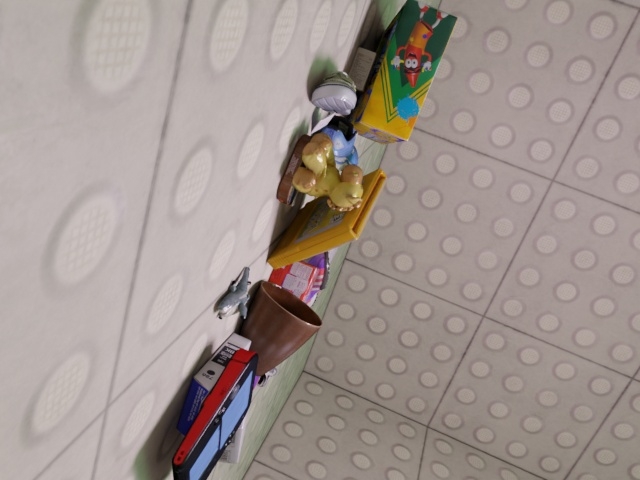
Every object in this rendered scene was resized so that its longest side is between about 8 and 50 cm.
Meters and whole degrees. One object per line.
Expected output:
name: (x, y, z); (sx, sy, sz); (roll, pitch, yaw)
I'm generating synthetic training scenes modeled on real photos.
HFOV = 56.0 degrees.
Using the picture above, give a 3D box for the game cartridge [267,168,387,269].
game cartridge: (0.018, -0.061, 1.724); (0.324, 0.052, 0.285); (-20, -152, 39)

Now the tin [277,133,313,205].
tin: (-0.061, -0.183, 1.552); (0.106, 0.040, 0.189); (43, 70, -86)

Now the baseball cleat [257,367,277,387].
baseball cleat: (-0.192, 0.445, 2.019); (0.206, 0.072, 0.109); (94, 18, -63)

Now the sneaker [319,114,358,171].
sneaker: (0.064, -0.284, 1.774); (0.147, 0.130, 0.330); (-66, 173, 12)

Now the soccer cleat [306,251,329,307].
soccer cleat: (-0.050, 0.136, 2.079); (0.318, 0.117, 0.108); (117, -23, -54)

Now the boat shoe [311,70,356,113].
boat shoe: (0.037, -0.376, 1.504); (0.302, 0.109, 0.094); (-79, 175, -83)

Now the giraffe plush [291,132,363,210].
giraffe plush: (0.033, -0.149, 1.525); (0.181, 0.171, 0.210); (-57, 167, -55)

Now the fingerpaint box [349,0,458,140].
fingerpaint box: (0.231, -0.503, 1.886); (0.445, 0.163, 0.370); (-105, -143, -81)

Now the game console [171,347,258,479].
game console: (-0.263, 0.480, 1.519); (0.386, 0.060, 0.342); (103, 11, -50)

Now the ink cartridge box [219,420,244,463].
ink cartridge box: (-0.276, 0.512, 2.036); (0.308, 0.091, 0.384); (103, -4, -49)

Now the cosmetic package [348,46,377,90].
cosmetic package: (0.121, -0.507, 1.783); (0.041, 0.060, 0.115); (-39, 153, -77)

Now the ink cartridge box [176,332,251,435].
ink cartridge box: (-0.282, 0.382, 1.552); (0.332, 0.065, 0.165); (-50, 162, -70)

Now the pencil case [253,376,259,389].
pencil case: (-0.227, 0.397, 1.850); (0.104, 0.105, 0.236); (101, 13, -55)

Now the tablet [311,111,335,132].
tablet: (0.008, -0.311, 1.591); (0.054, 0.006, 0.083); (-33, 178, -21)

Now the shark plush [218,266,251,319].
shark plush: (-0.197, 0.125, 1.453); (0.161, 0.073, 0.067); (-56, 137, -37)

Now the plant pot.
plant pot: (-0.147, 0.274, 1.752); (0.230, 0.215, 0.215); (-54, 174, 7)

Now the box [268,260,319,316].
box: (-0.111, 0.182, 1.912); (0.122, 0.128, 0.256); (39, 74, -82)

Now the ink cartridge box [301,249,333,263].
ink cartridge box: (0.000, 0.000, 2.145); (0.128, 0.128, 0.176); (104, 12, -48)

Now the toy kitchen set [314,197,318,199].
toy kitchen set: (0.061, -0.145, 2.005); (0.207, 0.166, 0.122); (30, 83, -82)

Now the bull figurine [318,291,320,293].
bull figurine: (-0.011, 0.100, 2.479); (0.310, 0.101, 0.188); (99, 12, -69)
